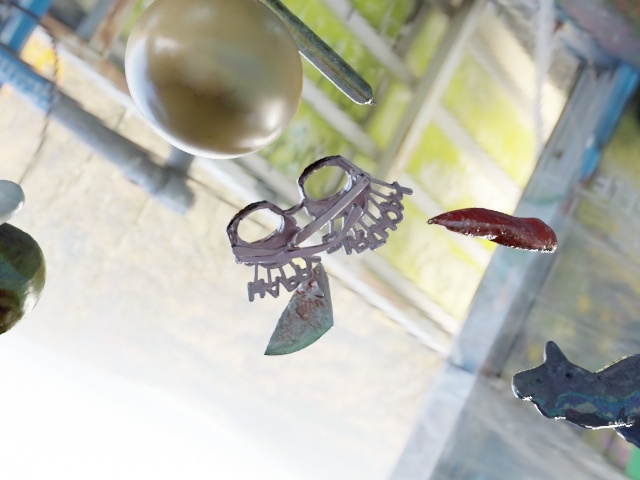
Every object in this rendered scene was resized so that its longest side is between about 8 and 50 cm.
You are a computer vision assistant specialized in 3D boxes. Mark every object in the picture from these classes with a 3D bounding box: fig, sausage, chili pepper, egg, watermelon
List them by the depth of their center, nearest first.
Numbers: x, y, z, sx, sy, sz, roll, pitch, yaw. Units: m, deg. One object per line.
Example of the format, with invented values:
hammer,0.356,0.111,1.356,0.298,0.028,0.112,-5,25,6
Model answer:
chili pepper,0.158,-0.013,1.287,0.178,0.027,0.045,9,-161,-38
egg,-0.129,-0.200,1.657,0.201,0.201,0.244,23,-178,21
fig,-0.417,0.043,1.791,0.144,0.154,0.166,-10,-173,35
sausage,-0.024,-0.259,1.802,0.269,0.033,0.033,41,165,-20
watermelon,-0.026,0.120,2.300,0.081,0.180,0.094,9,153,44

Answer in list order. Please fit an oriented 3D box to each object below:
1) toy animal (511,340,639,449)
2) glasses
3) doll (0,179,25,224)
toy animal,0.295,0.135,1.043,0.367,0.081,0.206,28,-150,-9
glasses,0.001,-0.001,1.770,0.162,0.255,0.095,51,-167,-47
doll,-0.507,0.015,1.554,0.242,0.311,0.159,36,159,9
